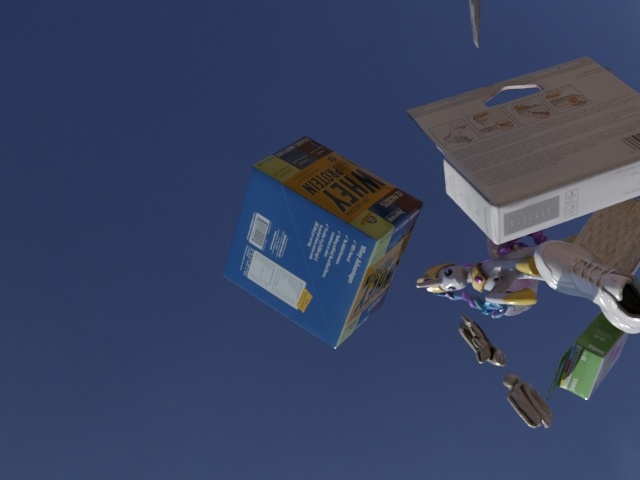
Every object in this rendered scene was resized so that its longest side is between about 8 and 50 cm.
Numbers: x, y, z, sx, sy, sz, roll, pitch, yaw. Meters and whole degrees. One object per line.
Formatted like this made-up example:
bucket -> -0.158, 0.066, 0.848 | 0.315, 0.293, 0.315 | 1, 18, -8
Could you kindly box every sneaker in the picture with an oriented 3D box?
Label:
sneaker -> 0.471, 0.065, 1.500 | 0.232, 0.115, 0.090 | 31, -100, 6

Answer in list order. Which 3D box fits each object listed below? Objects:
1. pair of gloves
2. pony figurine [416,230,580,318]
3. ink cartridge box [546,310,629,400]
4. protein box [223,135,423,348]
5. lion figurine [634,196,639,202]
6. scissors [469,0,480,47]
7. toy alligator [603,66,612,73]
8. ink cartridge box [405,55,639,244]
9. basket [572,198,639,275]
pair of gloves -> 0.340, 0.239, 1.630 | 0.240, 0.042, 0.204 | 55, -170, 22
pony figurine -> 0.439, 0.051, 2.031 | 0.351, 0.363, 0.302 | -21, -80, -35
ink cartridge box -> 0.500, 0.218, 1.650 | 0.062, 0.109, 0.209 | 29, -140, 26
protein box -> 0.000, 0.000, 1.248 | 0.201, 0.199, 0.136 | 31, -143, 17
lion figurine -> 0.836, -0.046, 1.994 | 0.240, 0.392, 0.142 | -2, -93, -41
scissors -> 0.256, -0.468, 1.464 | 0.021, 0.109, 0.297 | 26, -134, -74
toy alligator -> 0.596, -0.318, 1.969 | 0.051, 0.189, 0.056 | -39, -107, -8
ink cartridge box -> 0.298, -0.130, 1.179 | 0.296, 0.066, 0.261 | -18, -143, -11
basket -> 0.568, 0.000, 1.735 | 0.167, 0.113, 0.103 | -51, -33, -14
